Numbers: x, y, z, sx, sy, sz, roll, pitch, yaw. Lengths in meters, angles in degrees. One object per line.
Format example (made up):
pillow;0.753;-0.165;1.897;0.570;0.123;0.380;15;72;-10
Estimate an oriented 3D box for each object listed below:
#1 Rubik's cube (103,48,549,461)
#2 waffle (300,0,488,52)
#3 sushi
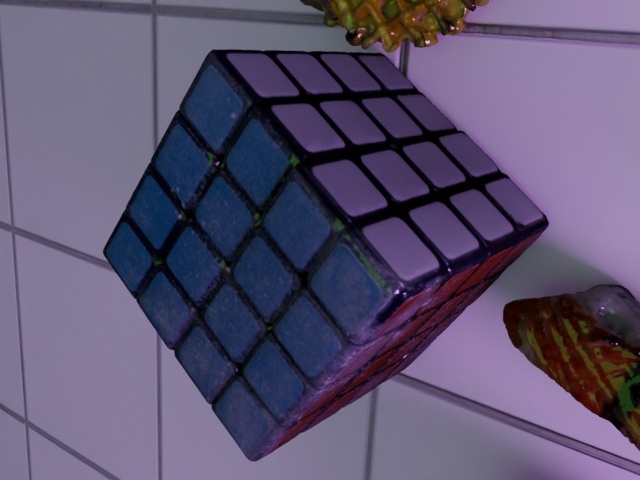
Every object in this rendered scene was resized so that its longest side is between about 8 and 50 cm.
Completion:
Rubik's cube;0.000;0.000;0.920;0.337;0.344;0.344;49;126;19
waffle;0.093;-0.387;0.927;0.329;0.062;0.329;13;111;37
sushi;0.361;0.151;0.821;0.332;0.130;0.124;42;129;29
